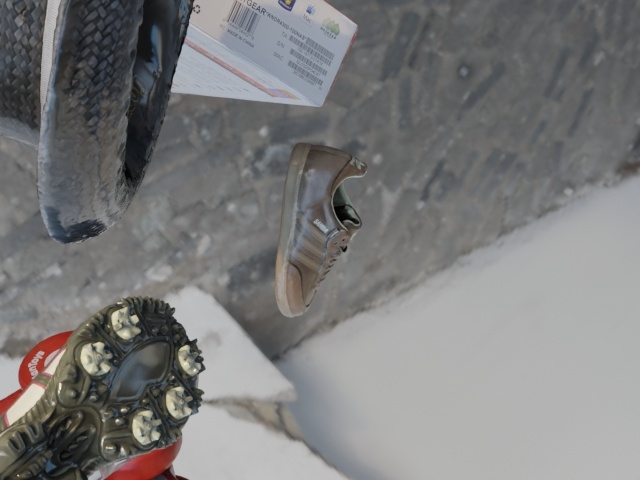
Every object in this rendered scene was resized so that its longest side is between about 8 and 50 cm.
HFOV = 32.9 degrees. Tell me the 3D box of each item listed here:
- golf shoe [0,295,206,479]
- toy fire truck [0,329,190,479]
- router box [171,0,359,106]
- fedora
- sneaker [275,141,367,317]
[{"bbox_3d":[-0.178,0.129,0.728,0.105,0.120,0.273,58,33,-12],"label":"golf shoe"},{"bbox_3d":[-0.271,0.253,1.091,0.254,0.302,0.169,-32,134,-25],"label":"toy fire truck"},{"bbox_3d":[-0.185,-0.232,0.933,0.335,0.301,0.082,28,82,-37],"label":"router box"},{"bbox_3d":[-0.135,-0.171,0.518,0.152,0.334,0.334,12,119,-5],"label":"fedora"},{"bbox_3d":[0.000,0.000,0.999,0.066,0.071,0.188,-71,168,-52],"label":"sneaker"}]
